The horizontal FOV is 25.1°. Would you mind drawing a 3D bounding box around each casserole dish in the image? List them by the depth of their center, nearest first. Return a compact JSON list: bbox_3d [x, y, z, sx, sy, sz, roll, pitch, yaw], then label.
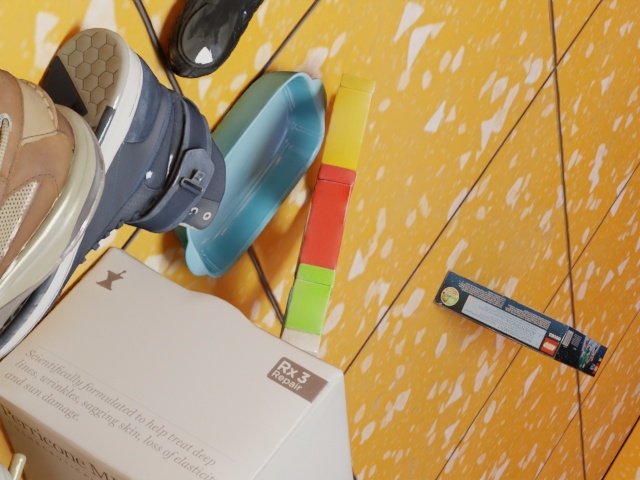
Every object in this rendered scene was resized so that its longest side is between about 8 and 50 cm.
[{"bbox_3d":[-0.061,-0.057,1.134,0.188,0.037,0.114,-53,154,-19],"label":"casserole dish"}]

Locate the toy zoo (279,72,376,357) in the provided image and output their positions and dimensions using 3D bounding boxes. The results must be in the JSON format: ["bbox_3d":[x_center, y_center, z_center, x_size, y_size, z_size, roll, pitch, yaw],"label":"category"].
[{"bbox_3d":[0.000,0.000,1.166,0.192,0.030,0.293,105,-2,-60],"label":"toy zoo"}]

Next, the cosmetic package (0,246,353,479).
[{"bbox_3d":[-0.096,0.209,1.117,0.156,0.217,0.385,-50,151,-28],"label":"cosmetic package"}]

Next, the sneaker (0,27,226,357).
[{"bbox_3d":[-0.148,-0.007,0.951,0.226,0.086,0.163,-62,153,-6],"label":"sneaker"}]

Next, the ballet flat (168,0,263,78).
[{"bbox_3d":[-0.058,-0.189,1.015,0.057,0.049,0.173,39,73,-19],"label":"ballet flat"}]

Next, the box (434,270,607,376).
[{"bbox_3d":[0.249,0.105,1.750,0.044,0.159,0.233,-65,155,-1],"label":"box"}]

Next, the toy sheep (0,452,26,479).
[{"bbox_3d":[-0.243,0.172,0.949,0.132,0.091,0.091,35,82,-51],"label":"toy sheep"}]

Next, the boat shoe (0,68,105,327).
[{"bbox_3d":[-0.247,0.040,0.787,0.324,0.123,0.116,-63,149,-16],"label":"boat shoe"}]
